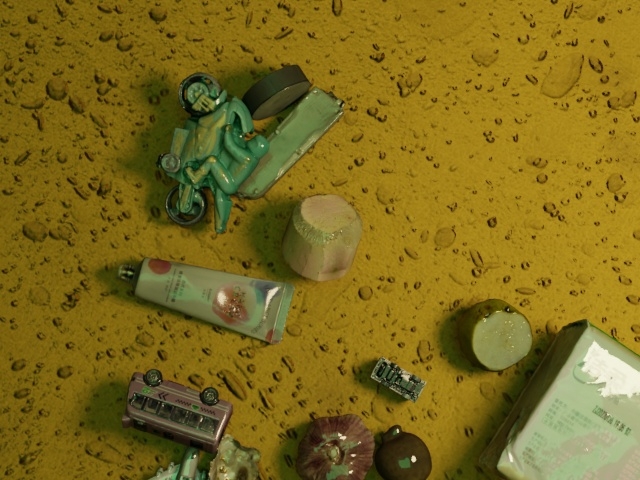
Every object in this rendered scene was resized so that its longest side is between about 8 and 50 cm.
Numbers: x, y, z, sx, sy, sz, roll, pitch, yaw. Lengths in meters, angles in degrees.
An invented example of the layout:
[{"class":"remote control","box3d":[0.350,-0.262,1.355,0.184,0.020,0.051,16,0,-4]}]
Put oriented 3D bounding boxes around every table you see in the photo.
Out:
[{"class":"table","box3d":[-0.086,-0.289,1.821,0.134,0.133,0.043,-30,84,-5]}]

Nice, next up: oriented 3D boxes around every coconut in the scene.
[{"class":"coconut","box3d":[0.000,0.000,1.788,0.147,0.152,0.147,10,43,-10]}]

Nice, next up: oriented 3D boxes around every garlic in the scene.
[{"class":"garlic","box3d":[0.028,0.404,1.759,0.159,0.102,0.147,-36,87,-5]}]

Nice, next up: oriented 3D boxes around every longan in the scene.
[{"class":"longan","box3d":[0.154,0.410,1.766,0.106,0.106,0.119,-22,80,-4]}]

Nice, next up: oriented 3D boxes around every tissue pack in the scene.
[{"class":"tissue pack","box3d":[0.554,0.392,1.726,0.405,0.205,0.331,33,83,3]}]

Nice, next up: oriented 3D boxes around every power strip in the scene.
[{"class":"power strip","box3d":[-0.067,-0.187,1.853,0.080,0.048,0.286,42,84,5]}]

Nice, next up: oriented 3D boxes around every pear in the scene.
[{"class":"pear","box3d":[0.331,0.178,1.798,0.141,0.104,0.141,-3,107,-8]}]

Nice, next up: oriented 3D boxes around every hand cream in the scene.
[{"class":"hand cream","box3d":[-0.227,0.103,1.807,0.341,0.078,0.124,15,82,-5]}]

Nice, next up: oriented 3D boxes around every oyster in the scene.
[{"class":"oyster","box3d":[-0.173,0.452,1.770,0.103,0.051,0.148,26,63,-5]}]

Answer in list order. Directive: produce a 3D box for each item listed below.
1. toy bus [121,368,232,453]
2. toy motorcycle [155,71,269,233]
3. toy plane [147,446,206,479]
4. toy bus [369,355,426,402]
[{"class":"toy bus","box3d":[-0.271,0.323,1.747,0.199,0.096,0.108,18,60,2]},{"class":"toy motorcycle","box3d":[-0.201,-0.164,1.794,0.198,0.109,0.296,15,96,8]},{"class":"toy plane","box3d":[-0.260,0.462,1.764,0.162,0.065,0.171,17,88,-11]},{"class":"toy bus","box3d":[0.146,0.267,1.801,0.102,0.058,0.052,30,83,-3]}]
